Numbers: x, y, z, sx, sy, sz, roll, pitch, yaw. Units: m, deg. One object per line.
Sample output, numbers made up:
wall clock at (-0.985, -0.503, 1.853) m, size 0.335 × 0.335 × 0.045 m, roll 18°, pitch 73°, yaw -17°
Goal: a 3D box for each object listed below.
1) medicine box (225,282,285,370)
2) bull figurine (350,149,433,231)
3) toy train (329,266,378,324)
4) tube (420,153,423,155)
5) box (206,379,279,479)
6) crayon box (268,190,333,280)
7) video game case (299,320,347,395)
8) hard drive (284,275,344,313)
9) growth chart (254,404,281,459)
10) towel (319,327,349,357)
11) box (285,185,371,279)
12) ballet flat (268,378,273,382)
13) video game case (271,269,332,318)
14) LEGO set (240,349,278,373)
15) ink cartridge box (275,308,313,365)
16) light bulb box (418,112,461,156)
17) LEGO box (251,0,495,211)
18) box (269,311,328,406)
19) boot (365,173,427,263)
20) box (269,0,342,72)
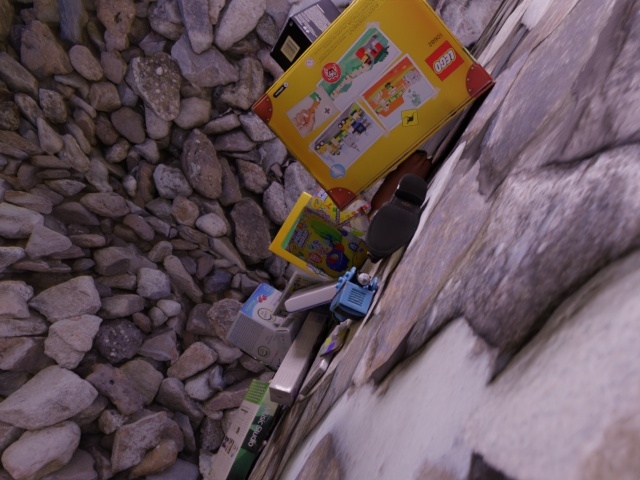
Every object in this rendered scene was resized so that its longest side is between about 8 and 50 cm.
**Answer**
medicine box at (-0.166, 0.333, 1.749) m, size 0.149 × 0.290 × 0.263 m, roll -62°, pitch -2°, yaw 22°
bull figurine at (0.215, -0.143, 1.345) m, size 0.310 × 0.101 × 0.188 m, roll -47°, pitch 5°, yaw 28°
toy train at (0.066, 0.130, 1.026) m, size 0.184 × 0.080 × 0.105 m, roll 119°, pitch 176°, yaw -66°
tube at (0.376, -0.321, 1.781) m, size 0.080 × 0.052 × 0.207 m, roll -49°, pitch -3°, yaw 28°
box at (-0.226, 0.580, 1.370) m, size 0.321 × 0.059 × 0.232 m, roll -65°, pitch 14°, yaw -22°
crayon box at (0.000, 0.000, 2.098) m, size 0.312 × 0.363 × 0.106 m, roll -59°, pitch -1°, yaw 4°
video game case at (0.007, 0.285, 1.117) m, size 0.143 × 0.019 × 0.157 m, roll -60°, pitch -1°, yaw 43°
hard drive at (0.007, 0.159, 1.408) m, size 0.211 × 0.040 × 0.318 m, roll -17°, pitch -2°, yaw 0°
growth chart at (-0.164, 0.578, 1.402) m, size 0.171 × 0.021 × 0.237 m, roll -59°, pitch -1°, yaw 25°
towel at (0.031, 0.231, 1.035) m, size 0.083 × 0.009 × 0.060 m, roll -37°, pitch 15°, yaw 42°
box at (0.058, -0.027, 1.712) m, size 0.177 × 0.279 × 0.289 m, roll -58°, pitch -2°, yaw -38°
ballet flat at (-0.160, 0.512, 1.545) m, size 0.213 × 0.068 × 0.072 m, roll -64°, pitch -9°, yaw 12°
video game case at (-0.038, 0.211, 1.621) m, size 0.193 × 0.213 × 0.023 m, roll -59°, pitch 28°, yaw 22°
LEGO set at (-0.232, 0.469, 2.130) m, size 0.192 × 0.332 × 0.254 m, roll -57°, pitch -22°, yaw -26°
ink cartridge box at (-0.072, 0.344, 1.481) m, size 0.189 × 0.066 × 0.232 m, roll -45°, pitch -51°, yaw -62°
light bulb box at (0.302, -0.516, 1.579) m, size 0.225 × 0.361 × 0.358 m, roll -59°, pitch -2°, yaw 33°
LEGO box at (0.131, -0.385, 1.227) m, size 0.500 × 0.372 × 0.193 m, roll -40°, pitch 5°, yaw 19°
box at (-0.056, 0.338, 1.351) m, size 0.324 × 0.067 × 0.063 m, roll -59°, pitch -27°, yaw -53°
boot at (0.158, -0.011, 1.071) m, size 0.263 × 0.091 × 0.229 m, roll -53°, pitch -9°, yaw -35°
box at (-0.033, -0.553, 1.250) m, size 0.158 × 0.093 × 0.156 m, roll -45°, pitch 6°, yaw -30°
